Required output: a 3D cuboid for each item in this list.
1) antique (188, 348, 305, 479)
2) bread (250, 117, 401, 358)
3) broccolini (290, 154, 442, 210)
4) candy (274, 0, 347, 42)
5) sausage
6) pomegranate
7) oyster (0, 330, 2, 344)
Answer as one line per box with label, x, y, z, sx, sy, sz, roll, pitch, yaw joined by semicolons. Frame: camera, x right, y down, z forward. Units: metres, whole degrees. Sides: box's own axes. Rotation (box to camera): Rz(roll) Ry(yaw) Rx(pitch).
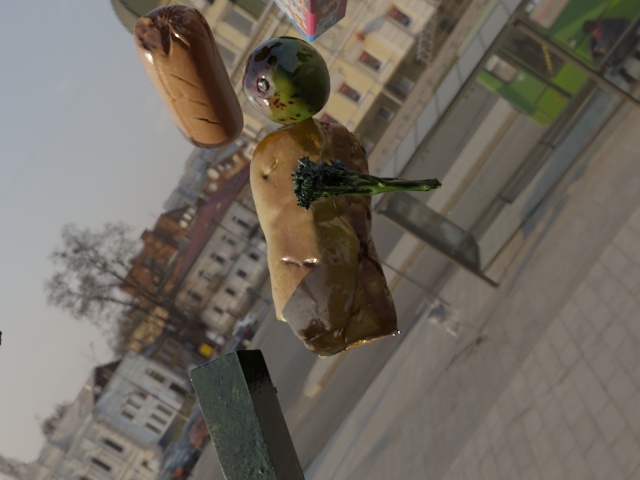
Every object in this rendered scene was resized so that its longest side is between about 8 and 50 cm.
antique;-0.093;0.262;1.068;0.080;0.220;0.081;-25;-15;18
bread;-0.003;-0.001;1.169;0.195;0.149;0.343;-31;66;55
broccolini;0.060;-0.083;1.013;0.074;0.201;0.058;-109;16;-45
candy;-0.031;-0.490;1.462;0.100;0.157;0.306;-39;-2;-4
sausage;-0.208;-0.259;1.291;0.121;0.121;0.304;-59;-18;-16
pomegranate;-0.045;-0.218;1.103;0.130;0.130;0.130;-57;5;7
oyster;-0.625;0.140;1.386;0.105;0.177;0.056;-36;15;-30
